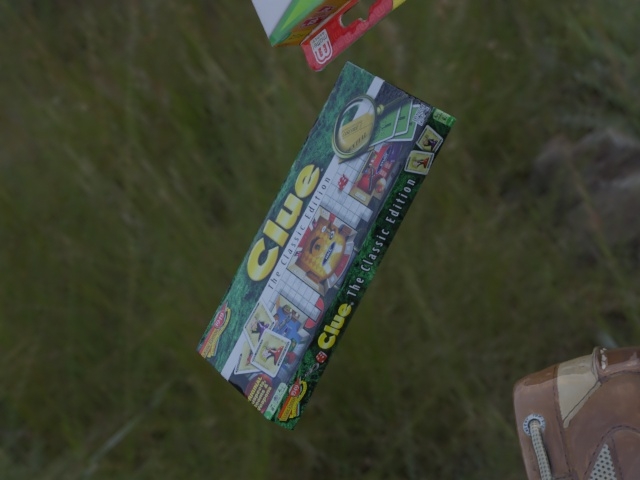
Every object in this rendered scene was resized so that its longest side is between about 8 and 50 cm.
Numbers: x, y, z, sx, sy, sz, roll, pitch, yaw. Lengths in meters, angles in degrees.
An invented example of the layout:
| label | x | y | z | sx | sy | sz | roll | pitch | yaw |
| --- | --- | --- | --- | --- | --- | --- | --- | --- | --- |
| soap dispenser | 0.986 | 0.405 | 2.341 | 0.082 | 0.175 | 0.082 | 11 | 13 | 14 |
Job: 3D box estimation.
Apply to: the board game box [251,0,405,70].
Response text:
| label | x | y | z | sx | sy | sz | roll | pitch | yaw |
| --- | --- | --- | --- | --- | --- | --- | --- | --- | --- |
| board game box | -0.027 | -0.244 | 1.162 | 0.039 | 0.259 | 0.124 | -14 | -16 | -45 |

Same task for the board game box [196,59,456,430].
| label | x | y | z | sx | sy | sz | roll | pitch | yaw |
| --- | --- | --- | --- | --- | --- | --- | --- | --- | --- |
| board game box | 0.000 | 0.000 | 1.400 | 0.260 | 0.030 | 0.136 | -63 | 32 | 5 |

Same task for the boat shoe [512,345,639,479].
| label | x | y | z | sx | sy | sz | roll | pitch | yaw |
| --- | --- | --- | --- | --- | --- | --- | --- | --- | --- |
| boat shoe | 0.155 | 0.209 | 0.909 | 0.119 | 0.122 | 0.324 | -8 | 75 | 17 |
